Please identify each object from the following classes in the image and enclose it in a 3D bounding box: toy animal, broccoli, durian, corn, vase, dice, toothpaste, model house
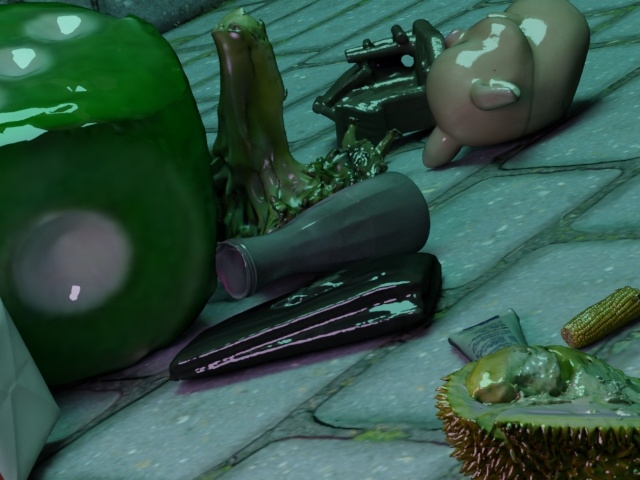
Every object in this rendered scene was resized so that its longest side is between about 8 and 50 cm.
[{"bbox_3d":[0.052,-0.106,2.044,0.069,0.086,0.220,22,12,-1],"label":"toy animal"},{"bbox_3d":[-0.076,-0.096,1.773,0.177,0.274,0.199,-33,15,-36],"label":"broccoli"},{"bbox_3d":[0.171,0.124,1.076,0.208,0.102,0.146,7,20,2],"label":"durian"},{"bbox_3d":[0.221,-0.195,2.022,0.154,0.166,0.250,38,51,18],"label":"toy animal"},{"bbox_3d":[0.223,0.058,1.352,0.083,0.027,0.028,-26,38,-26],"label":"corn"},{"bbox_3d":[0.000,0.000,1.653,0.214,0.086,0.086,-19,13,-34],"label":"vase"},{"bbox_3d":[-0.274,-0.050,1.668,0.297,0.287,0.300,-15,33,-16],"label":"dice"},{"bbox_3d":[0.140,0.088,1.332,0.062,0.037,0.216,-18,11,-1],"label":"toothpaste"},{"bbox_3d":[0.080,-0.196,2.241,0.188,0.122,0.229,-20,18,2],"label":"model house"}]

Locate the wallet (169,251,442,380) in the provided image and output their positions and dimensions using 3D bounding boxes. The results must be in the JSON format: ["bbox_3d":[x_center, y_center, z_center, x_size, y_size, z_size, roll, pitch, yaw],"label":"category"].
[{"bbox_3d":[-0.013,0.066,1.569,0.245,0.052,0.168,-17,10,12],"label":"wallet"}]

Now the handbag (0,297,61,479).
[{"bbox_3d":[-0.388,0.166,1.447,0.298,0.151,0.171,-18,20,14],"label":"handbag"}]
